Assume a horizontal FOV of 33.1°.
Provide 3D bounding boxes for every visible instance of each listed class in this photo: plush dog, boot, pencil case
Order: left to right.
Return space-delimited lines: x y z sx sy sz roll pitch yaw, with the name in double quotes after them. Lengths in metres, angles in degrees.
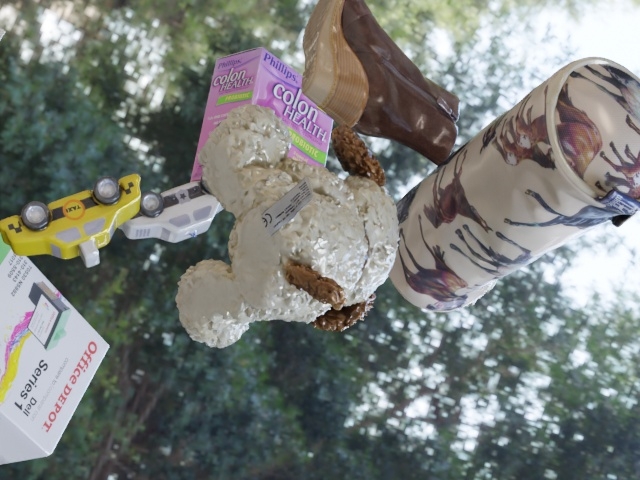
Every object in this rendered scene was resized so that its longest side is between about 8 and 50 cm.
0.000 0.000 1.117 0.210 0.225 0.262 22 -69 34 "plush dog"
0.082 -0.220 1.369 0.090 0.207 0.248 -45 -153 46 "boot"
0.221 -0.040 1.224 0.160 0.183 0.410 -48 -176 -31 "pencil case"

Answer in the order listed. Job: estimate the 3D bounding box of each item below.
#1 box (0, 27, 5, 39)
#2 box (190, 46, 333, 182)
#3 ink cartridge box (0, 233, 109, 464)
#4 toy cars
-0.683 -0.345 1.825 0.127 0.232 0.149 -42 -156 36 "box"
-0.095 -0.179 1.904 0.117 0.213 0.243 -7 -115 39 "box"
-0.438 0.133 1.429 0.117 0.278 0.201 -15 -144 33 "ink cartridge box"
-0.250 -0.023 1.457 0.176 0.393 0.087 -29 -100 33 "toy cars"
